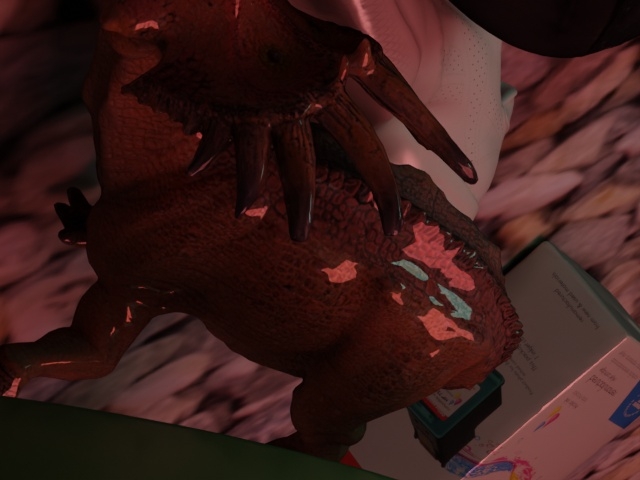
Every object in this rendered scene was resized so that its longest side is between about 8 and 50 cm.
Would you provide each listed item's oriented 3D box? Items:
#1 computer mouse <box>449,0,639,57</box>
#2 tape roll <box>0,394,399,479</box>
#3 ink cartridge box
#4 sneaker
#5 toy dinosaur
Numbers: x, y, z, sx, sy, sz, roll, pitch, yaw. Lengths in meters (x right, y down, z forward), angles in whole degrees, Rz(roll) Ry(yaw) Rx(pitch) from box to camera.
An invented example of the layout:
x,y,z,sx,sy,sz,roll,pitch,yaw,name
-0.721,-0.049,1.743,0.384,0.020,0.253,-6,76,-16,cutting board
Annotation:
x,y,z,sx,sy,sz,roll,pitch,yaw,name
0.048,-0.117,0.588,0.072,0.188,0.272,-46,165,8,computer mouse
-0.070,0.131,0.683,0.321,0.321,0.077,52,46,-64,tape roll
0.084,0.115,1.083,0.231,0.078,0.134,-42,154,9,ink cartridge box
0.029,-0.083,0.723,0.094,0.080,0.212,-55,153,-12,sneaker
0.000,0.000,0.657,0.200,0.127,0.296,-30,137,33,toy dinosaur
